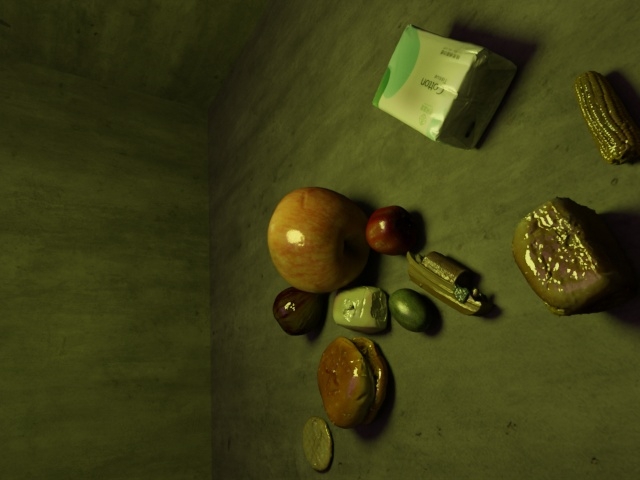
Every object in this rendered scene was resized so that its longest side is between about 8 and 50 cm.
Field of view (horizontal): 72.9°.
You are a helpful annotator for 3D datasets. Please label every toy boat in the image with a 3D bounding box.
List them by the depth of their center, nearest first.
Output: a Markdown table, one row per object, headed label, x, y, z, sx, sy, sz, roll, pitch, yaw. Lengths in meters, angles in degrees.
| label | x | y | z | sx | sy | sz | roll | pitch | yaw |
| --- | --- | --- | --- | --- | --- | --- | --- | --- | --- |
| toy boat | 0.362 | 0.110 | 1.254 | 0.310 | 0.089 | 0.115 | 37 | 113 | 55 |

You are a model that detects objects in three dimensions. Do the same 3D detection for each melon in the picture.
| label | x | y | z | sx | sy | sz | roll | pitch | yaw |
| --- | --- | --- | --- | --- | --- | --- | --- | --- | --- |
| melon | 0.277 | 0.212 | 1.349 | 0.167 | 0.114 | 0.114 | 49 | 124 | 49 |

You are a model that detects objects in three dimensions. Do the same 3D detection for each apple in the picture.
| label | x | y | z | sx | sy | sz | roll | pitch | yaw |
| --- | --- | --- | --- | --- | --- | --- | --- | --- | --- |
| apple | 0.000 | 0.000 | 1.599 | 0.346 | 0.391 | 0.391 | 7 | 90 | 38 |

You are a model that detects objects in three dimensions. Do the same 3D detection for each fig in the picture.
| label | x | y | z | sx | sy | sz | roll | pitch | yaw |
| --- | --- | --- | --- | --- | --- | --- | --- | --- | --- |
| fig | -0.039 | 0.259 | 1.828 | 0.321 | 0.217 | 0.217 | -33 | 52 | 17 |

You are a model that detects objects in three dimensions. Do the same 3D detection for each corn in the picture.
| label | x | y | z | sx | sy | sz | roll | pitch | yaw |
| --- | --- | --- | --- | --- | --- | --- | --- | --- | --- |
| corn | 0.617 | -0.268 | 0.934 | 0.080 | 0.080 | 0.231 | -37 | 51 | 49 |

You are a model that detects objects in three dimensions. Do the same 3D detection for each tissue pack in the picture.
| label | x | y | z | sx | sy | sz | roll | pitch | yaw |
| --- | --- | --- | --- | --- | --- | --- | --- | --- | --- |
| tissue pack | 0.347 | -0.459 | 1.290 | 0.356 | 0.194 | 0.266 | 52 | 126 | 48 |

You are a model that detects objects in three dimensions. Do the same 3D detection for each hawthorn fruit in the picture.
| label | x | y | z | sx | sy | sz | roll | pitch | yaw |
| --- | --- | --- | --- | --- | --- | --- | --- | --- | --- |
| hawthorn fruit | 0.225 | -0.026 | 1.439 | 0.188 | 0.169 | 0.169 | -34 | 56 | 50 |

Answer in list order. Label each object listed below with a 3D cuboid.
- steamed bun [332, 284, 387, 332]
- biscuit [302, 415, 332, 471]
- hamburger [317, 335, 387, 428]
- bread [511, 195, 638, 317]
| label | x | y | z | sx | sy | sz | roll | pitch | yaw |
| --- | --- | --- | --- | --- | --- | --- | --- | --- | --- |
| steamed bun | 0.122 | 0.243 | 1.553 | 0.238 | 0.152 | 0.170 | -7 | 77 | 55 |
| biscuit | -0.015 | 0.828 | 1.774 | 0.220 | 0.033 | 0.220 | -15 | 72 | 57 |
| hamburger | 0.098 | 0.499 | 1.532 | 0.290 | 0.170 | 0.314 | 55 | 131 | 55 |
| bread | 0.518 | 0.037 | 0.920 | 0.176 | 0.195 | 0.246 | -42 | 48 | 38 |
